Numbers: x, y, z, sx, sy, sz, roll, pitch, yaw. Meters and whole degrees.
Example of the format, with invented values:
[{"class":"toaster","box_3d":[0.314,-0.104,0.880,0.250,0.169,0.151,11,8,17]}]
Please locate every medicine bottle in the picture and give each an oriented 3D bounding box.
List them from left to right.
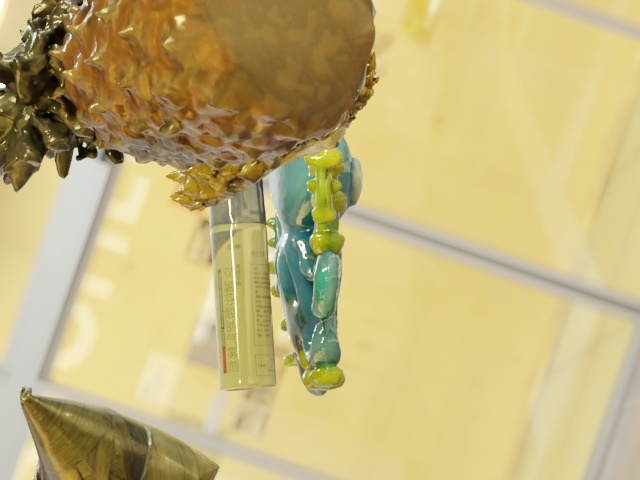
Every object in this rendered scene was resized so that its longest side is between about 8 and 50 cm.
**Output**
[{"class":"medicine bottle","box_3d":[-0.080,0.035,2.010,0.059,0.059,0.230,111,155,-82]}]

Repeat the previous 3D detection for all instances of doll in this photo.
[{"class":"doll","box_3d":[0.000,0.000,2.185,0.346,0.099,0.341,179,88,-81]}]

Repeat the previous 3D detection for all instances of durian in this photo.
[{"class":"durian","box_3d":[-0.046,-0.111,1.547,0.249,0.183,0.138,-131,23,-81]}]

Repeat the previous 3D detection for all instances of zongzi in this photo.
[{"class":"zongzi","box_3d":[-0.251,0.212,1.896,0.221,0.242,0.112,-14,54,46]}]

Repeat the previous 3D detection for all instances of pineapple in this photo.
[{"class":"pineapple","box_3d":[-0.125,-0.106,1.240,0.340,0.169,0.169,-13,50,47]}]
